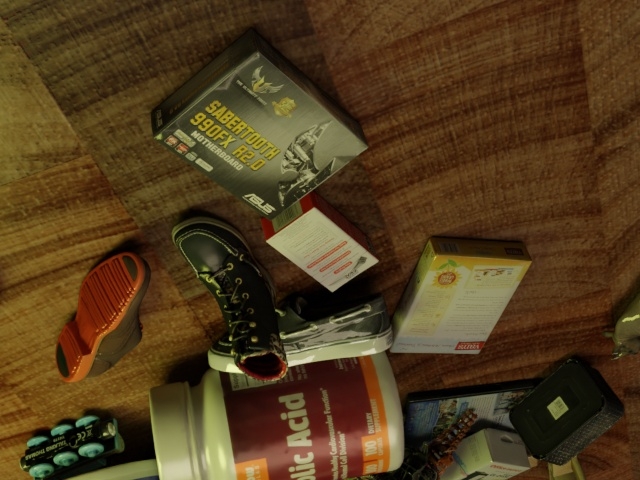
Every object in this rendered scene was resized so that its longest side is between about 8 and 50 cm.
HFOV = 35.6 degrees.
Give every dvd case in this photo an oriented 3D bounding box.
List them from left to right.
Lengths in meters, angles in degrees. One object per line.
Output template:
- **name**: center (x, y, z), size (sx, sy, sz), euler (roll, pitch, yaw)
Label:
- **dvd case**: center (0.280, 0.345, 1.945), size (0.253, 0.022, 0.180), euler (-5, 135, -11)

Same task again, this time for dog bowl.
- **dog bowl**: center (-0.382, 0.469, 1.748), size (0.265, 0.104, 0.265), euler (-15, 163, -5)

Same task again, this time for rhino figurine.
- **rhino figurine**: center (0.585, 0.135, 1.779), size (0.106, 0.073, 0.243), euler (5, 135, -26)

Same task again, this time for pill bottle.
- **pill bottle**: center (-0.075, 0.303, 1.651), size (0.392, 0.224, 0.224), euler (-9, 137, -7)

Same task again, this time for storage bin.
- **storage bin**: center (0.463, 0.326, 1.884), size (0.084, 0.122, 0.180), euler (24, 117, -44)

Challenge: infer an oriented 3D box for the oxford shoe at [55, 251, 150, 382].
- **oxford shoe**: center (-0.309, 0.110, 1.501), size (0.098, 0.096, 0.271), euler (-2, 144, -42)

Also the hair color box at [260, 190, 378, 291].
- **hair color box**: center (0.000, 0.000, 1.486), size (0.093, 0.053, 0.167), euler (-34, 132, 18)

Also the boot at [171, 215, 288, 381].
- **boot**: center (-0.124, 0.085, 1.445), size (0.085, 0.178, 0.236), euler (-27, 136, 13)

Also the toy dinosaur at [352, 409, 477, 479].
- **toy dinosaur**: center (0.157, 0.434, 1.894), size (0.322, 0.164, 0.218), euler (-57, 143, -18)

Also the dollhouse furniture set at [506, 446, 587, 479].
- **dollhouse furniture set**: center (0.388, 0.595, 2.124), size (0.356, 0.173, 0.303), euler (-16, 137, 0)

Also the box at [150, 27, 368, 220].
- **box**: center (-0.077, -0.144, 1.313), size (0.183, 0.056, 0.231), euler (-35, 134, 20)

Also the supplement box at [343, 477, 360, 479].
- **supplement box**: center (0.131, 0.510, 2.033), size (0.080, 0.078, 0.233), euler (-38, 132, 27)

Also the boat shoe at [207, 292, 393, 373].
- **boat shoe**: center (-0.039, 0.140, 1.593), size (0.301, 0.108, 0.102), euler (-8, 105, 10)

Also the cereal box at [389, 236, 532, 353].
- **cereal box**: center (0.224, 0.097, 1.654), size (0.173, 0.047, 0.240), euler (4, 134, -19)

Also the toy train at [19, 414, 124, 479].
- **toy train**: center (-0.426, 0.366, 1.728), size (0.184, 0.080, 0.105), euler (-23, 144, 9)

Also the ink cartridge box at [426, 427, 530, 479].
- **ink cartridge box**: center (0.309, 0.446, 1.989), size (0.127, 0.072, 0.175), euler (19, 138, -39)
